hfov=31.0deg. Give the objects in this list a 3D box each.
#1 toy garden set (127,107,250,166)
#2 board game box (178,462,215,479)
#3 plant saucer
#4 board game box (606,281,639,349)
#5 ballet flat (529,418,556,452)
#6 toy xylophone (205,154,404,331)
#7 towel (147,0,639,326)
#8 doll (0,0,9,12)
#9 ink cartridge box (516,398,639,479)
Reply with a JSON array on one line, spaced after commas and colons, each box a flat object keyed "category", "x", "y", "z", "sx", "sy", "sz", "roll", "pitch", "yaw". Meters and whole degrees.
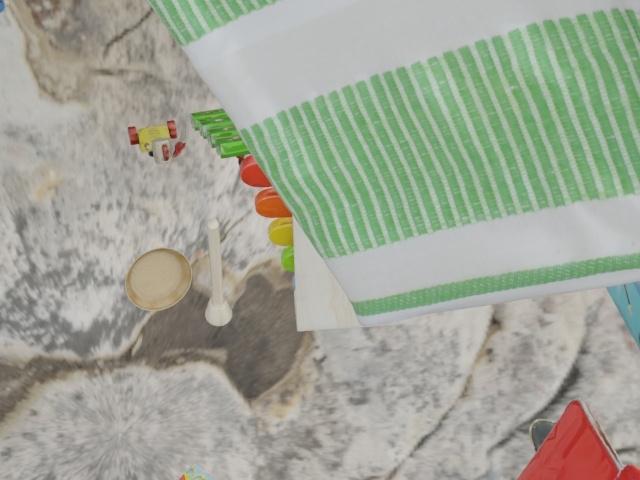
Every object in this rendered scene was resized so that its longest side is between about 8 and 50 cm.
[{"category": "toy garden set", "x": -0.152, "y": -0.133, "z": 1.589, "sx": 0.204, "sy": 0.244, "sz": 0.049, "roll": -10, "pitch": 108, "yaw": -12}, {"category": "board game box", "x": -0.184, "y": 0.454, "z": 1.486, "sx": 0.275, "sy": 0.144, "sz": 0.142, "roll": -48, "pitch": 131, "yaw": -16}, {"category": "plant saucer", "x": -0.195, "y": 0.044, "z": 1.378, "sx": 0.083, "sy": 0.015, "sz": 0.083, "roll": -12, "pitch": 118, "yaw": -23}, {"category": "board game box", "x": 0.444, "y": -0.005, "z": 1.501, "sx": 0.079, "sy": 0.254, "sz": 0.336, "roll": -20, "pitch": 74, "yaw": -18}, {"category": "ballet flat", "x": 0.334, "y": 0.294, "z": 1.511, "sx": 0.173, "sy": 0.049, "sz": 0.057, "roll": 42, "pitch": 91, "yaw": -11}, {"category": "toy xylophone", "x": 0.000, "y": 0.000, "z": 1.150, "sx": 0.236, "sy": 0.322, "sz": 0.081, "roll": 1, "pitch": 56, "yaw": -9}, {"category": "towel", "x": 0.025, "y": -0.103, "z": 0.461, "sx": 0.325, "sy": 0.248, "sz": 0.038, "roll": 55, "pitch": 46, "yaw": -23}, {"category": "doll", "x": -0.420, "y": -0.351, "z": 1.479, "sx": 0.046, "sy": 0.129, "sz": 0.189, "roll": 18, "pitch": 66, "yaw": 22}, {"category": "ink cartridge box", "x": 0.128, "y": 0.178, "z": 0.403, "sx": 0.078, "sy": 0.231, "sz": 0.134, "roll": 20, "pitch": 113, "yaw": -22}]
